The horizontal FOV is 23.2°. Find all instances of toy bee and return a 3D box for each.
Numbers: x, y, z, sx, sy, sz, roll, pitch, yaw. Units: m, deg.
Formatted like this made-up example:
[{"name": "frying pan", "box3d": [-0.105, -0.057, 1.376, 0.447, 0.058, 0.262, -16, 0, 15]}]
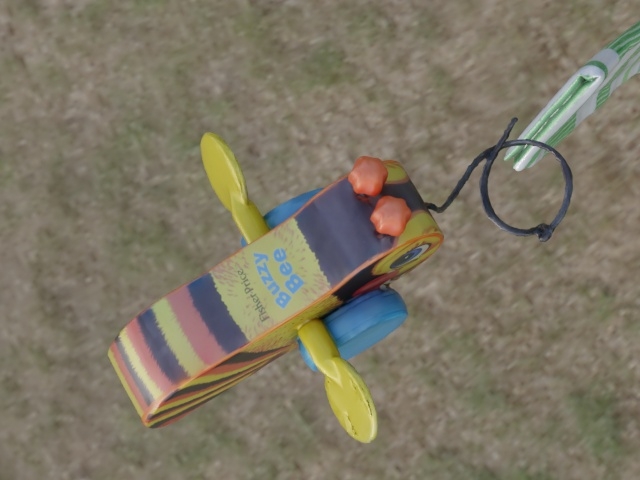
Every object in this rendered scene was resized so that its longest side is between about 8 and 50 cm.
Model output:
[{"name": "toy bee", "box3d": [0.000, 0.000, 0.913, 0.195, 0.298, 0.162, 38, 173, 12]}]

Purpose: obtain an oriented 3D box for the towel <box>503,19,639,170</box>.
[{"name": "towel", "box3d": [0.391, -0.227, 2.007, 0.038, 0.325, 0.248, 49, 147, 9]}]
